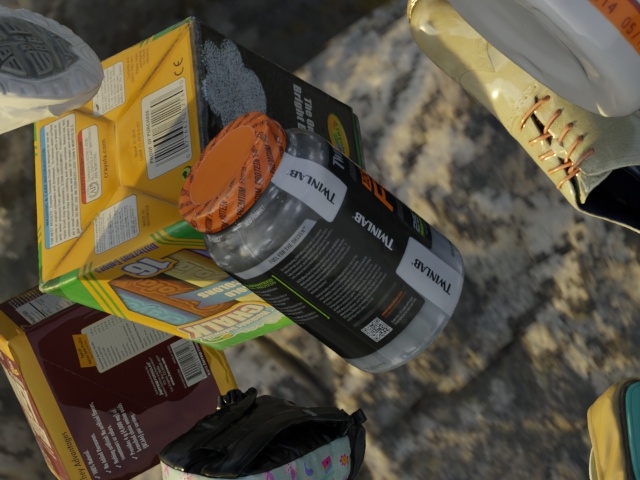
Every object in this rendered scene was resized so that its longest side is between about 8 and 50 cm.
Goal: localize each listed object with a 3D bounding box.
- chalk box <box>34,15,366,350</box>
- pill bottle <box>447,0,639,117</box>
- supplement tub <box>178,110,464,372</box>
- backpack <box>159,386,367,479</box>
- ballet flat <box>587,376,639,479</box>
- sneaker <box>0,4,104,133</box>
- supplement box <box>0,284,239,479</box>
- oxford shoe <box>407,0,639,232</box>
[{"bbox_3d":[-0.074,-0.028,1.397,0.179,0.289,0.180,-21,61,30],"label":"chalk box"},{"bbox_3d":[0.285,-0.313,1.362,0.224,0.224,0.392,38,86,29],"label":"pill bottle"},{"bbox_3d":[0.000,0.000,1.185,0.117,0.190,0.117,-38,30,27],"label":"supplement tub"},{"bbox_3d":[-0.058,0.206,1.470,0.152,0.182,0.115,2,104,32],"label":"backpack"},{"bbox_3d":[0.266,0.232,1.424,0.073,0.080,0.232,-36,43,47],"label":"ballet flat"},{"bbox_3d":[-0.272,-0.100,1.228,0.232,0.115,0.090,-11,61,-29],"label":"sneaker"},{"bbox_3d":[-0.209,0.127,1.702,0.194,0.191,0.129,-27,19,-16],"label":"supplement box"},{"bbox_3d":[0.249,-0.120,1.621,0.397,0.140,0.146,30,48,-1],"label":"oxford shoe"}]
